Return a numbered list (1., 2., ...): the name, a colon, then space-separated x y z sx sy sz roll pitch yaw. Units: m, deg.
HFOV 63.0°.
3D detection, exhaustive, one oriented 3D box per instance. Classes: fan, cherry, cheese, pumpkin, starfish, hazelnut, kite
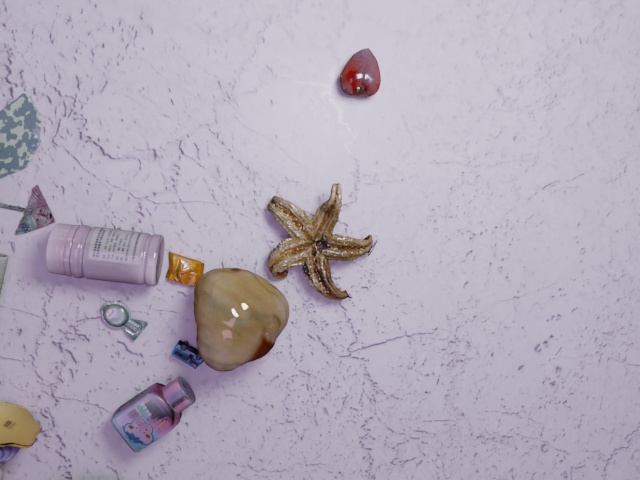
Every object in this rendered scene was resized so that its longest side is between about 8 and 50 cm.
1. fan: -0.762 -0.243 1.278 0.131 0.009 0.240 31 90 -10
2. cherry: 0.109 -0.425 1.357 0.106 0.087 0.126 29 72 -3
3. cheese: -0.512 0.203 1.347 0.121 0.026 0.067 39 89 -10
4. pumpkin: -0.354 0.077 1.356 0.101 0.035 0.073 15 90 -7
5. starfish: 0.002 -0.003 1.370 0.303 0.113 0.312 8 103 -7
6. hazelnut: -0.219 0.190 1.308 0.261 0.241 0.261 0 91 -37
7. kite: -0.733 -0.078 1.299 0.153 0.005 0.137 23 89 -10

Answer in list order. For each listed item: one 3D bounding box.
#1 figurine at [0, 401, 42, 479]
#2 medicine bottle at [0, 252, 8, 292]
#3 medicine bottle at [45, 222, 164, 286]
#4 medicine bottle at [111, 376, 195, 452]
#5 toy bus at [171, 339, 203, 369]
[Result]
1. figurine: -0.830 0.537 1.266 0.257 0.181 0.208 -56 140 1
2. medicine bottle: -0.820 0.145 1.278 0.059 0.059 0.230 14 92 -10
3. medicine bottle: -0.519 0.035 1.278 0.250 0.133 0.133 6 94 -9
4. medicine bottle: -0.422 0.438 1.346 0.188 0.094 0.119 -34 97 -4
5. toy bus: -0.346 0.300 1.374 0.083 0.038 0.046 34 94 -8
